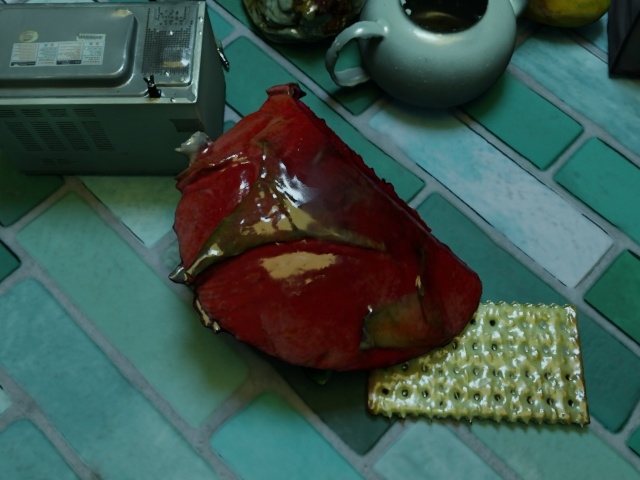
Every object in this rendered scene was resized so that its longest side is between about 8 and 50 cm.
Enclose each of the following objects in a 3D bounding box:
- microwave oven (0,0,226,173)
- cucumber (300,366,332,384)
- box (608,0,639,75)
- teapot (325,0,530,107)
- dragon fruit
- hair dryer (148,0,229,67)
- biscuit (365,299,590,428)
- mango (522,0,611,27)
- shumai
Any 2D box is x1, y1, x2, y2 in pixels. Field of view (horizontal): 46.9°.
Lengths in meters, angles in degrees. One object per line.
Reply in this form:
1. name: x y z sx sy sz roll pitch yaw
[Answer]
1. microwave oven: -0.240 -0.173 0.830 0.241 0.194 0.145 0 65 2
2. cucumber: -0.011 0.052 0.802 0.052 0.058 0.214 -3 67 -12
3. box: 0.459 -0.316 0.862 0.189 0.252 0.153 6 67 1
4. teapot: 0.142 -0.260 0.901 0.295 0.129 0.193 -21 68 -9
5. dragon fruit: 0.000 0.000 0.746 0.343 0.100 0.282 46 65 4
6. hair dryer: -0.158 -0.283 0.960 0.071 0.047 0.150 -32 76 -15
7. biscuit: 0.164 0.128 0.792 0.232 0.016 0.139 2 66 1
8. mango: 0.291 -0.334 0.963 0.115 0.089 0.165 -30 72 -23
9. shumai: -0.021 -0.344 0.933 0.184 0.142 0.184 2 67 -4
